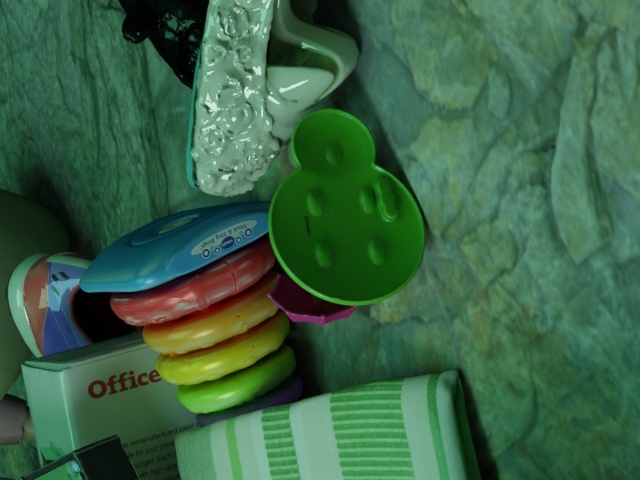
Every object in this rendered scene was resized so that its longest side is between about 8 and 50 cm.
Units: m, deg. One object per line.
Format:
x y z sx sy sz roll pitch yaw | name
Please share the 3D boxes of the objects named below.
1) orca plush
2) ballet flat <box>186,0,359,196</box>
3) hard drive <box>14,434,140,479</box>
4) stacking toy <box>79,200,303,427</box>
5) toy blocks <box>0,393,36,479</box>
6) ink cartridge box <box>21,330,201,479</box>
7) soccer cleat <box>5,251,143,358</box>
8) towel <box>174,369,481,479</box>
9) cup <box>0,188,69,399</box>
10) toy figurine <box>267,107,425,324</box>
-0.137 -0.177 1.635 0.287 0.102 0.151 62 147 23 | orca plush
-0.028 -0.197 1.424 0.147 0.147 0.408 44 137 44 | ballet flat
-0.202 0.371 1.620 0.237 0.064 0.339 -31 82 42 | hard drive
-0.081 0.122 1.639 0.166 0.175 0.301 -3 110 58 | stacking toy
-0.443 0.362 2.119 0.288 0.260 0.309 125 151 -52 | toy blocks
-0.161 0.230 1.740 0.117 0.201 0.278 1 103 59 | ink cartridge box
-0.214 0.153 1.845 0.116 0.108 0.318 -5 118 43 | soccer cleat
0.013 0.254 1.501 0.325 0.038 0.247 -20 77 41 | towel
-0.486 0.047 2.027 0.331 0.237 0.331 -35 36 30 | cup
0.000 0.000 1.481 0.159 0.130 0.173 122 140 -63 | toy figurine
